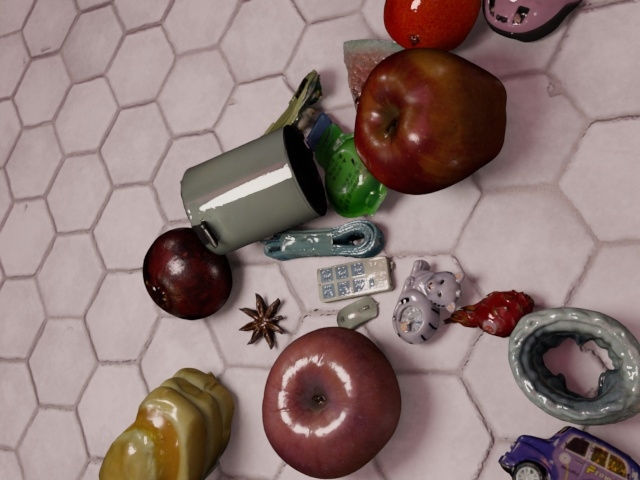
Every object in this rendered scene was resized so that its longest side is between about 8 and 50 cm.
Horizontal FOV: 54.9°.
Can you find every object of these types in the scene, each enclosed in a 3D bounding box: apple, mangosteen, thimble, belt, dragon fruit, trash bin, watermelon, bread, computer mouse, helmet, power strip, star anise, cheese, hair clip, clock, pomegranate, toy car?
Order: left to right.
[{"bbox_3d":[-0.327,0.458,1.366,0.210,0.341,0.301,32,91,6],"label":"bread"},{"bbox_3d":[-0.306,0.061,1.524,0.235,0.236,0.261,24,48,29],"label":"mangosteen"},{"bbox_3d":[-0.146,-0.110,1.393,0.262,0.217,0.277,-20,30,16],"label":"trash bin"},{"bbox_3d":[-0.138,0.195,1.485,0.141,0.042,0.141,-4,79,24],"label":"star anise"},{"bbox_3d":[-0.089,-0.274,1.542,0.091,0.138,0.321,39,101,-15],"label":"hair clip"},{"bbox_3d":[0.000,0.000,1.446,0.302,0.072,0.088,-2,82,24],"label":"belt"},{"bbox_3d":[0.027,0.330,1.263,0.305,0.235,0.306,-6,76,22],"label":"apple"},{"bbox_3d":[0.058,-0.181,1.443,0.204,0.083,0.320,-58,46,27],"label":"cheese"},{"bbox_3d":[0.077,0.090,1.406,0.192,0.035,0.082,-13,73,25],"label":"power strip"},{"bbox_3d":[0.081,0.165,1.388,0.110,0.032,0.056,-31,67,18],"label":"computer mouse"},{"bbox_3d":[0.130,-0.347,1.461,0.154,0.094,0.241,1,80,17],"label":"watermelon"},{"bbox_3d":[0.218,-0.241,1.247,0.288,0.316,0.288,18,113,49],"label":"apple"},{"bbox_3d":[0.226,0.137,1.282,0.117,0.080,0.176,19,87,42],"label":"clock"},{"bbox_3d":[0.248,-0.538,1.362,0.220,0.221,0.257,0,72,27],"label":"pomegranate"},{"bbox_3d":[0.334,0.157,1.236,0.190,0.094,0.094,-21,69,31],"label":"dragon fruit"},{"bbox_3d":[0.450,-0.552,1.302,0.198,0.154,0.253,36,100,30],"label":"helmet"},{"bbox_3d":[0.442,0.415,1.085,0.235,0.172,0.158,24,73,31],"label":"toy car"},{"bbox_3d":[0.464,0.224,1.101,0.250,0.172,0.205,30,91,31],"label":"thimble"}]
